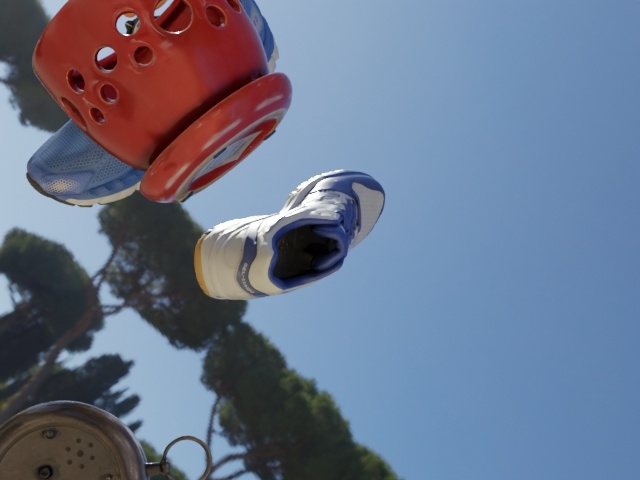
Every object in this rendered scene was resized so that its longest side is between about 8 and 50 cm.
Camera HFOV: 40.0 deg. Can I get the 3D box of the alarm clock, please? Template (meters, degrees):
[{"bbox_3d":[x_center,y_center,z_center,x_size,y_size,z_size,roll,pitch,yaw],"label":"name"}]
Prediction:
[{"bbox_3d":[-0.178,0.184,0.672,0.064,0.192,0.129,126,-47,-71],"label":"alarm clock"}]

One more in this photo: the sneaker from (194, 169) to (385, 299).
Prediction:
[{"bbox_3d":[0.000,0.000,1.022,0.131,0.296,0.112,4,-64,43],"label":"sneaker"}]

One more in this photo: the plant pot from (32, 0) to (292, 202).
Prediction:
[{"bbox_3d":[-0.131,-0.145,0.796,0.174,0.191,0.191,49,-30,2],"label":"plant pot"}]

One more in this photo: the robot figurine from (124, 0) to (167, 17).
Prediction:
[{"bbox_3d":[-0.260,-0.405,1.248,0.219,0.158,0.128,-91,-179,-46],"label":"robot figurine"}]

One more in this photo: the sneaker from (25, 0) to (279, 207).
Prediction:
[{"bbox_3d":[-0.196,-0.175,0.967,0.130,0.330,0.147,36,-19,29],"label":"sneaker"}]
